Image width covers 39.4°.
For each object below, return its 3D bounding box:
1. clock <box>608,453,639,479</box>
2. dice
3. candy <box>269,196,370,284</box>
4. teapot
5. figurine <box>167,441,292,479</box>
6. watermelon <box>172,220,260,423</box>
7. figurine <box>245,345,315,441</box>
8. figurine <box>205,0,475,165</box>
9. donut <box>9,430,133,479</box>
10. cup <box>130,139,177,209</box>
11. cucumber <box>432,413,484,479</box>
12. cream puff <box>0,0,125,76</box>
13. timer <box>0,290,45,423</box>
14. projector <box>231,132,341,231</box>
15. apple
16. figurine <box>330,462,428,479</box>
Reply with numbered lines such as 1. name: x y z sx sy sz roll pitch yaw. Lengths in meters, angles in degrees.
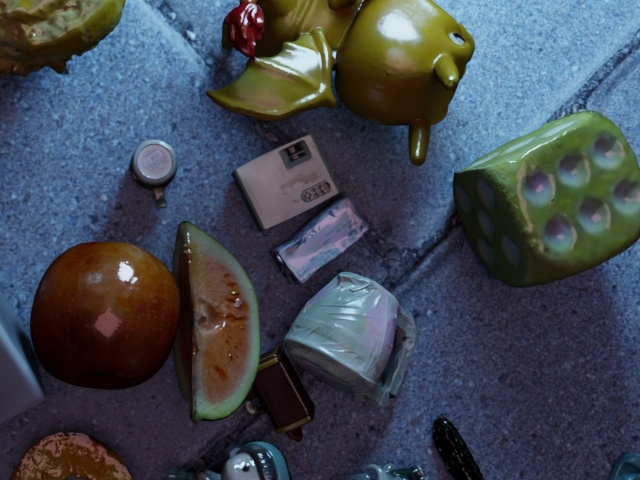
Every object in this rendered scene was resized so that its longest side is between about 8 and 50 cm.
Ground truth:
1. clock: 0.558 0.464 1.592 0.108 0.045 0.147 32 82 -8
2. dice: 0.377 -0.065 1.478 0.238 0.233 0.227 -26 94 -12
3. candy: 0.000 0.000 1.466 0.160 0.092 0.073 -39 98 -10
4. teapot: 0.071 0.156 1.440 0.221 0.163 0.178 33 74 -9
5. figurine: -0.158 0.405 1.409 0.245 0.110 0.138 -15 93 -8
6. watermelon: -0.191 0.137 1.403 0.159 0.128 0.304 16 65 -54
7. figurine: -0.071 0.261 1.451 0.098 0.082 0.154 -26 94 1
8. figurine: 0.034 -0.298 1.399 0.387 0.268 0.401 27 71 4
9. donut: -0.377 0.379 1.373 0.190 0.074 0.174 22 83 -10
10. cup: -0.266 -0.105 1.407 0.074 0.099 0.102 15 84 -11
11. cucumber: 0.240 0.379 1.525 0.053 0.053 0.182 -27 91 -12
12. cream puff: -0.439 -0.399 1.315 0.342 0.231 0.327 30 77 -3
13. timer: -0.529 0.159 1.262 0.195 0.192 0.194 -28 125 -12
14. projector: -0.058 -0.095 1.472 0.147 0.061 0.115 -27 95 -12
15. apple: -0.318 0.115 1.329 0.218 0.218 0.201 12 60 -12
16. figurine: 0.087 0.430 1.458 0.192 0.126 0.147 -25 58 -6
